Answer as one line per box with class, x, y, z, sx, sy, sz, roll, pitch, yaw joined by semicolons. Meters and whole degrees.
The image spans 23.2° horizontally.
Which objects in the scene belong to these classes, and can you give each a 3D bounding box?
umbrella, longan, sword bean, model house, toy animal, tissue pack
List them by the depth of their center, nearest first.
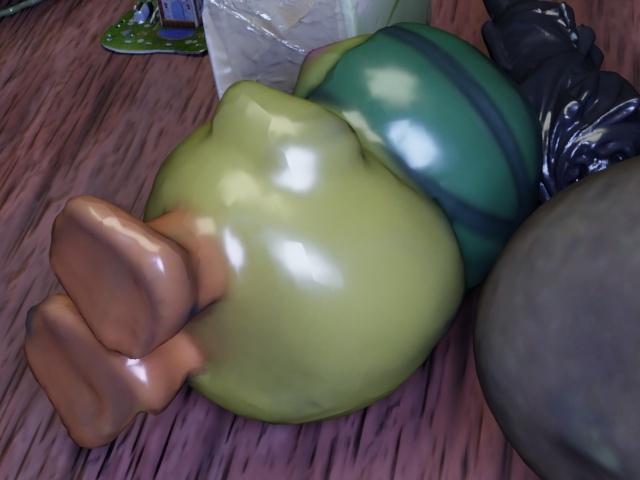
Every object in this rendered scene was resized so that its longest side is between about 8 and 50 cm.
longan;0.204;0.060;0.770;0.246;0.215;0.246;-22;15;6
toy animal;0.003;0.001;0.934;0.338;0.216;0.191;-33;68;-36
umbrella;0.162;-0.122;1.135;0.118;0.118;0.340;-10;35;-1
tissue pack;0.005;-0.178;1.210;0.125;0.159;0.234;2;36;15
model house;-0.127;-0.244;1.400;0.117;0.088;0.167;8;38;22
sword bean;-0.279;-0.225;1.477;0.083;0.012;0.012;-28;39;-27
